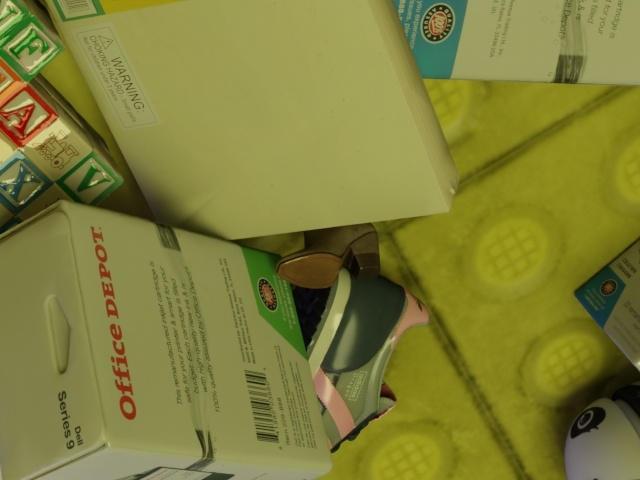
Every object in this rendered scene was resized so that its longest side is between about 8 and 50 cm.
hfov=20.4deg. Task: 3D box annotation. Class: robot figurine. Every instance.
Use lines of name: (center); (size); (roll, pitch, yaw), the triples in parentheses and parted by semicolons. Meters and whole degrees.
robot figurine: (0.385, 0.208, 1.817); (0.278, 0.173, 0.209); (-21, 119, -8)

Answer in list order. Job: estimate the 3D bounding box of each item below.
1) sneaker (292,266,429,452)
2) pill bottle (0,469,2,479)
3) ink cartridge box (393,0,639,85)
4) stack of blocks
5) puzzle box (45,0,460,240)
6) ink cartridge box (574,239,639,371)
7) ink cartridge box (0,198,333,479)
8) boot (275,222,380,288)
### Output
sneaker: (0.002, 0.175, 1.699); (0.131, 0.112, 0.319); (15, 113, -22)
pill bottle: (-0.441, 0.114, 1.445); (0.392, 0.224, 0.224); (15, 112, -26)
ink cartridge box: (0.186, -0.258, 1.514); (0.307, 0.129, 0.223); (0, 117, -19)
stack of blocks: (-0.292, -0.132, 1.442); (0.171, 0.087, 0.297); (-39, 123, 5)
puzzle box: (-0.075, -0.178, 1.432); (0.272, 0.052, 0.409); (-6, 127, 24)
ink cartridge box: (0.373, 0.044, 1.733); (0.203, 0.148, 0.086); (-42, 121, 5)
ink cartridge box: (-0.139, 0.103, 1.484); (0.121, 0.211, 0.289); (-26, 155, 30)
boot: (0.000, 0.000, 1.615); (0.118, 0.087, 0.042); (3, 132, -31)
